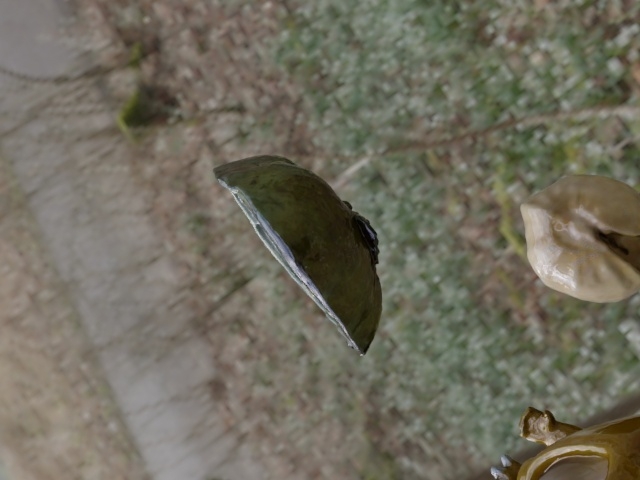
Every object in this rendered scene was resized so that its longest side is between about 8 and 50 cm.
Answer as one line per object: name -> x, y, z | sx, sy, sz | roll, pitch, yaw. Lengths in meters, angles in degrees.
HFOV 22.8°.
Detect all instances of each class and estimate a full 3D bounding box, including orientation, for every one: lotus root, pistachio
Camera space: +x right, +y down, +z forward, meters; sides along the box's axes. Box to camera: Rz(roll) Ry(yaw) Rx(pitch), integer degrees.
lotus root -> -0.002, -0.003, 1.301 | 0.183, 0.078, 0.203 | 49, 175, 46
pistachio -> 0.329, -0.002, 1.904 | 0.157, 0.229, 0.157 | -7, 77, 33

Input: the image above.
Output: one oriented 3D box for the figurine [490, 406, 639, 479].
figurine -> 0.329, 0.276, 1.658 | 0.268, 0.401, 0.387 | 32, 153, -9
